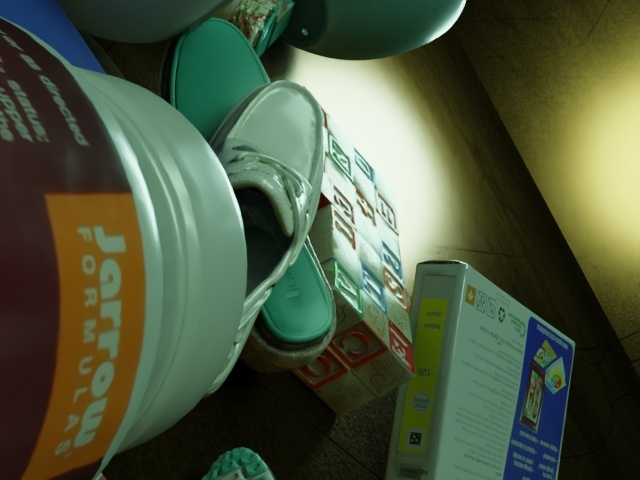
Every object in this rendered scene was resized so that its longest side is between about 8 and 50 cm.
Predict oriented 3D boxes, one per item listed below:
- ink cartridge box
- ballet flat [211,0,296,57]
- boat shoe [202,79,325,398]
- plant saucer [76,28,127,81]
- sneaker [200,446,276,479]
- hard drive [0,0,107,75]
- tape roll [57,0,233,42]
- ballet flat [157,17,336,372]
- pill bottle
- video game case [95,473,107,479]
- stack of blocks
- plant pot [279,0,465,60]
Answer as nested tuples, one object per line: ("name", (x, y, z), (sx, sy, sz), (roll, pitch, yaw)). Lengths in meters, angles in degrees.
("ink cartridge box", (0.168, 0.212, 1.068), (0.304, 0.072, 0.307), (32, 66, -52))
("ballet flat", (-0.086, -0.255, 1.209), (0.077, 0.091, 0.241), (26, 20, -2))
("boat shoe", (-0.048, -0.020, 0.746), (0.098, 0.096, 0.277), (23, 58, -9))
("plant saucer", (-0.195, -0.085, 0.741), (0.278, 0.041, 0.278), (49, 22, -28))
("sneaker", (-0.035, 0.220, 0.680), (0.076, 0.065, 0.166), (55, 15, -64))
("hard drive", (-0.212, -0.132, 0.630), (0.318, 0.040, 0.210), (57, 16, -7))
("tape roll", (-0.125, -0.293, 0.774), (0.246, 0.169, 0.246), (21, 58, -37))
("ballet flat", (-0.076, -0.033, 0.865), (0.108, 0.106, 0.316), (-6, 67, -22))
("pill bottle", (-0.192, 0.018, 0.331), (0.224, 0.224, 0.392), (62, 21, 9))
("video game case", (-0.082, 0.277, 0.514), (0.285, 0.025, 0.204), (57, 20, -6))
("stack of blocks", (0.000, 0.000, 1.008), (0.171, 0.087, 0.297), (47, 23, -29))
("plant pot", (0.023, -0.354, 1.365), (0.195, 0.290, 0.290), (-38, 99, -33))
